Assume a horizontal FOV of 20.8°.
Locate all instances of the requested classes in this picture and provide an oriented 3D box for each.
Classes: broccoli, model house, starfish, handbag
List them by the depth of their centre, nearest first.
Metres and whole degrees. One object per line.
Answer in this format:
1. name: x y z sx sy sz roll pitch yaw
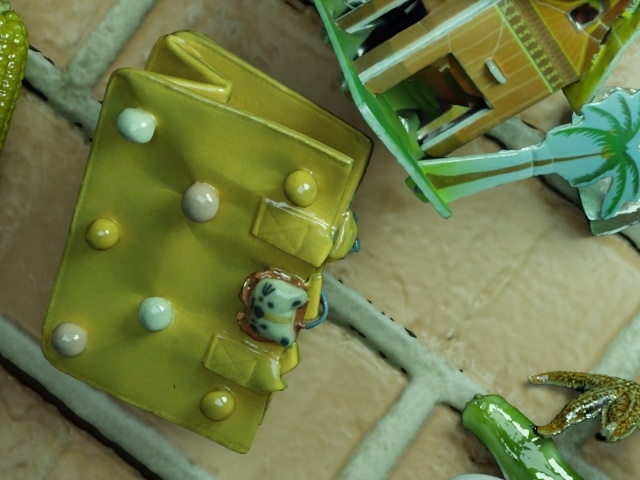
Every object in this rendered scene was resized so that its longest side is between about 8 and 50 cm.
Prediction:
1. model house: 0.204 -0.207 1.814 0.323 0.340 0.300 -30 45 13
2. handbag: -0.123 0.010 1.814 0.283 0.133 0.401 26 121 7
3. starfish: 0.332 0.176 1.880 0.238 0.213 0.057 -10 115 -31
4. broccoli: 0.270 0.276 1.887 0.304 0.165 0.145 43 50 14

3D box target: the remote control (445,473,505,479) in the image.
1. remote control: 0.210 0.403 1.853 0.103 0.221 0.332 -25 87 -39

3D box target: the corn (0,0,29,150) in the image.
1. corn: -0.414 -0.099 1.936 0.120 0.120 0.363 19 93 4

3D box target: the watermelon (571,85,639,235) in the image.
1. watermelon: 0.392 -0.098 1.913 0.241 0.094 0.154 -8 78 2

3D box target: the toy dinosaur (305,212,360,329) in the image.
1. toy dinosaur: 0.000 0.000 1.945 0.080 0.045 0.197 -4 81 16
